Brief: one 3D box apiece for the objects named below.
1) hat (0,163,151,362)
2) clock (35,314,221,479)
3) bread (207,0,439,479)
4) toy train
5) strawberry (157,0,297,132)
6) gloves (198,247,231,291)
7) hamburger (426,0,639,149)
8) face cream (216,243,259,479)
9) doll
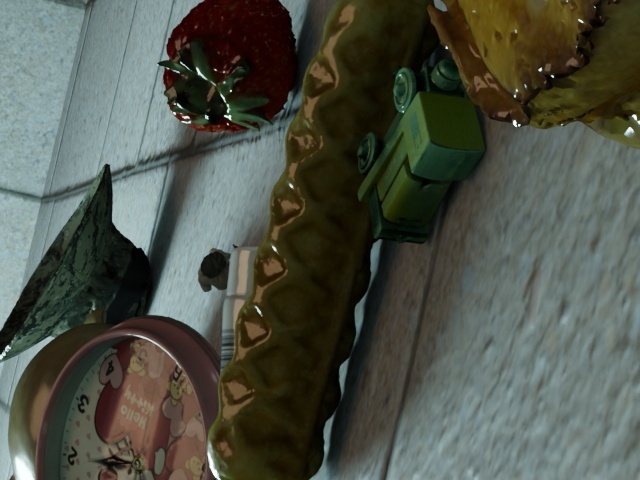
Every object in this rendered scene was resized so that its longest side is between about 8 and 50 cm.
[{"bbox_3d":[-0.264,0.052,2.041,0.265,0.128,0.265,-55,15,23],"label":"hat"},{"bbox_3d":[-0.150,0.184,1.474,0.244,0.056,0.244,-7,79,42],"label":"clock"},{"bbox_3d":[0.001,0.000,1.170,0.084,0.077,0.367,-4,-69,-70],"label":"bread"},{"bbox_3d":[0.060,-0.054,1.077,0.122,0.050,0.081,118,149,-47],"label":"toy train"},{"bbox_3d":[-0.075,-0.159,1.563,0.148,0.131,0.131,-42,-23,-59],"label":"strawberry"},{"bbox_3d":[-0.095,0.028,1.595,0.044,0.037,0.081,-39,1,3],"label":"gloves"},{"bbox_3d":[0.127,-0.192,0.689,0.304,0.174,0.284,-98,23,-54],"label":"hamburger"},{"bbox_3d":[-0.051,0.123,1.329,0.092,0.058,0.244,168,110,-67],"label":"face cream"},{"bbox_3d":[-0.239,0.233,1.681,0.235,0.174,0.330,-126,51,-68],"label":"doll"}]
